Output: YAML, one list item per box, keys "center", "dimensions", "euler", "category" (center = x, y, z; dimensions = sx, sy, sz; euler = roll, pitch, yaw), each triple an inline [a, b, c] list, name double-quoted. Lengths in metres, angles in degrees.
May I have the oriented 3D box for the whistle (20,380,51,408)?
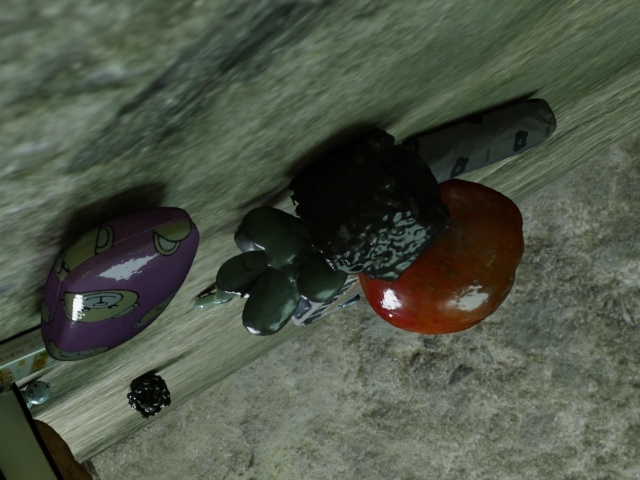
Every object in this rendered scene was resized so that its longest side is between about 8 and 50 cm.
- center: [-0.438, 0.236, 1.265]
  dimensions: [0.100, 0.035, 0.035]
  euler: [-30, 172, 10]
  category: "whistle"

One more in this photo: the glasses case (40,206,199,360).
- center: [-0.195, 0.048, 0.809]
  dimensions: [0.123, 0.075, 0.316]
  euler: [-25, 171, -27]
  category: "glasses case"

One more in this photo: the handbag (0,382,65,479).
- center: [-0.405, 0.378, 1.116]
  dimensions: [0.160, 0.358, 0.237]
  euler: [-27, 171, -30]
  category: "handbag"

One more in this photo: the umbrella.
- center: [0.192, -0.123, 1.131]
  dimensions: [0.337, 0.067, 0.073]
  euler: [-21, 157, -38]
  category: "umbrella"

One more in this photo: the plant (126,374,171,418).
- center: [-0.386, 0.351, 1.949]
  dimensions: [0.092, 0.094, 0.143]
  euler: [-18, 175, -5]
  category: "plant"

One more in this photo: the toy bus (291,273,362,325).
- center: [0.029, 0.075, 1.658]
  dimensions: [0.138, 0.097, 0.342]
  euler: [-23, 169, -26]
  category: "toy bus"

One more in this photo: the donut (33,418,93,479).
- center: [-0.521, 0.457, 1.504]
  dimensions: [0.317, 0.299, 0.150]
  euler: [-1, -156, 39]
  category: "donut"

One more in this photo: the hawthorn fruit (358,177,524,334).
- center: [0.196, 0.030, 1.399]
  dimensions: [0.284, 0.284, 0.284]
  euler: [-29, 172, -5]
  category: "hawthorn fruit"

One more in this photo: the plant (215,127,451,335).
- center: [0.001, 0.001, 0.940]
  dimensions: [0.275, 0.146, 0.149]
  euler: [-32, 128, 30]
  category: "plant"

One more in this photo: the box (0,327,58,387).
- center: [-0.353, 0.140, 0.984]
  dimensions: [0.220, 0.032, 0.122]
  euler: [-23, 169, -31]
  category: "box"

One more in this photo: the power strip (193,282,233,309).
- center: [-0.165, 0.084, 1.315]
  dimensions: [0.055, 0.035, 0.083]
  euler: [-23, -177, -38]
  category: "power strip"
